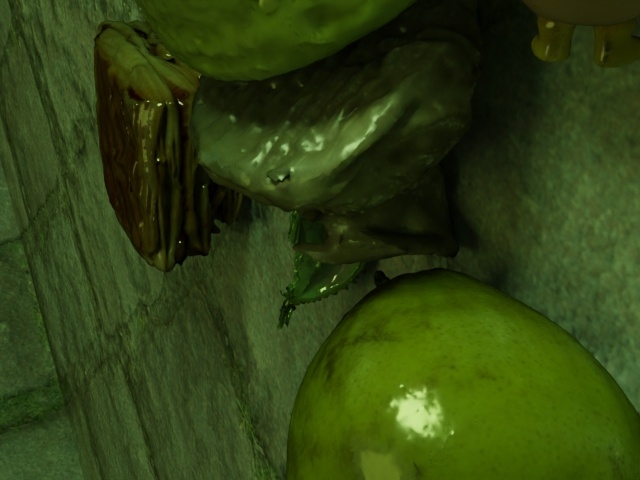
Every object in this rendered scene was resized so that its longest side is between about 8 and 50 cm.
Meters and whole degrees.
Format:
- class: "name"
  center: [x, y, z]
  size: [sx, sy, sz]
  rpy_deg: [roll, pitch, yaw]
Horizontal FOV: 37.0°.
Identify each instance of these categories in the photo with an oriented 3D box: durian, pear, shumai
- class: "durian"
  center: [0.000, 0.000, 1.058]
  size: [0.086, 0.100, 0.215]
  rpy_deg: [37, 125, 55]
- class: "pear"
  center: [0.103, 0.163, 0.780]
  size: [0.375, 0.287, 0.287]
  rpy_deg: [-109, 26, -43]
- class: "shumai"
  center: [0.058, -0.114, 0.868]
  size: [0.267, 0.262, 0.314]
  rpy_deg: [6, 65, 36]

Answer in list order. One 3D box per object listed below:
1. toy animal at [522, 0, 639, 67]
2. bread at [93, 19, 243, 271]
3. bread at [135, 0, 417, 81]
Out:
- class: "toy animal"
  center: [0.174, -0.222, 0.606]
  size: [0.156, 0.156, 0.230]
  rpy_deg: [39, 146, 49]
- class: "bread"
  center: [-0.208, -0.138, 1.314]
  size: [0.324, 0.167, 0.278]
  rpy_deg: [-130, 37, -55]
- class: "bread"
  center: [-0.053, -0.319, 0.696]
  size: [0.348, 0.308, 0.348]
  rpy_deg: [-21, 50, 27]
